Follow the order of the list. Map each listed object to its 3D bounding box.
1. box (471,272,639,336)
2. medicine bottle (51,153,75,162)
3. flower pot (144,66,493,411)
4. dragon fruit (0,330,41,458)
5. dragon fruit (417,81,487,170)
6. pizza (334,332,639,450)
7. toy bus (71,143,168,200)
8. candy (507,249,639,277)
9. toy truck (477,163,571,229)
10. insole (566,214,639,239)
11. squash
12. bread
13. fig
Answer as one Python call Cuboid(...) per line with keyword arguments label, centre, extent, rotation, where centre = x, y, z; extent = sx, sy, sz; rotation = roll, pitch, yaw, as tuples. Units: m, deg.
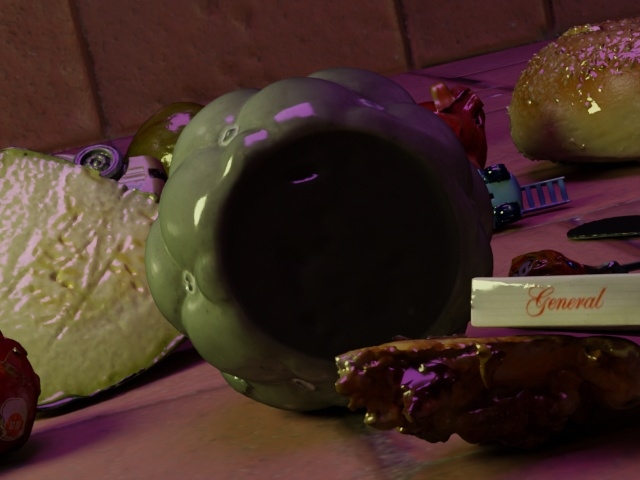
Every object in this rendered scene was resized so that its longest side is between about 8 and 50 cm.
Cuboid(label="box", centre=(0.217, 0.041, 1.071), extent=(0.139, 0.035, 0.245), rotation=(-4, -5, 42))
Cuboid(label="medicine bottle", centre=(-0.346, -0.009, 1.813), extent=(0.152, 0.152, 0.254), rotation=(-5, 3, 37))
Cuboid(label="flower pot", centre=(0.000, 0.000, 1.217), extent=(0.246, 0.246, 0.195), rotation=(-13, 5, -7))
Cuboid(label="dragon fruit", centre=(-0.258, 0.137, 1.242), extent=(0.094, 0.094, 0.190), rotation=(-8, 32, 25))
Cuboid(label="dragon fruit", centre=(0.115, -0.087, 1.822), extent=(0.166, 0.136, 0.133), rotation=(-51, 36, -6))
Cuboid(label="pizza", centre=(0.091, 0.090, 1.025), extent=(0.194, 0.069, 0.154), rotation=(-2, 0, -30))
Cuboid(label="toy bus", centre=(-0.266, 0.028, 1.580), extent=(0.289, 0.139, 0.157), rotation=(-12, 52, -4))
Cuboid(label="candy", centre=(0.223, 0.025, 1.368), extent=(0.201, 0.060, 0.060), rotation=(-10, 6, -38))
Cuboid(label="toy truck", centre=(0.186, -0.042, 1.744), extent=(0.136, 0.063, 0.074), rotation=(-12, -12, -3))
Cuboid(label="insole", centre=(0.356, -0.016, 1.529), extent=(0.322, 0.007, 0.109), rotation=(-3, 11, 43))
Cuboid(label="squash", centre=(-0.196, 0.044, 1.431), extent=(0.237, 0.204, 0.155), rotation=(21, -1, 0))
Cuboid(label="bread", centre=(0.355, -0.175, 1.991), extent=(0.305, 0.158, 0.305), rotation=(-12, 11, 2))
Cuboid(label="fig", centre=(-0.212, -0.117, 2.397), extent=(0.186, 0.142, 0.148), rotation=(2, -16, 5))
